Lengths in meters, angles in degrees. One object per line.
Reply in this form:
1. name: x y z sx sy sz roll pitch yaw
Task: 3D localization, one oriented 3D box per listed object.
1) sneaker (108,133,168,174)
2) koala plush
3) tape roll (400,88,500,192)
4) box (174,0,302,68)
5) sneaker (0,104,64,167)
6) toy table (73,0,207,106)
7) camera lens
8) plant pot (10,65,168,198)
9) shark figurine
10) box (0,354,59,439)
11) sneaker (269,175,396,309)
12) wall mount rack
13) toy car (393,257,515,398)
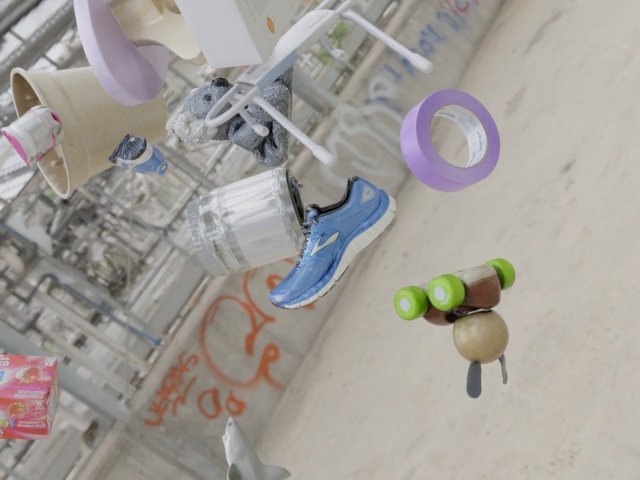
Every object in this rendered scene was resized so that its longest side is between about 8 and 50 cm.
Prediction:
1. sneaker: -0.396 -0.178 1.574 0.080 0.081 0.211 -55 31 -6
2. koala plush: -0.168 -0.244 1.426 0.196 0.221 0.203 -87 1 -50
3. tape roll: 0.362 -0.277 2.023 0.275 0.275 0.090 -57 12 -24
4. box: -0.106 -0.338 0.985 0.091 0.130 0.170 1 48 28
5. sneaker: -0.591 -0.221 1.521 0.111 0.103 0.252 -38 21 -14
6. toy table: -0.240 -0.351 1.072 0.160 0.274 0.252 -15 -4 27
7. camera lens: -0.162 -0.046 1.790 0.274 0.219 0.219 -18 17 8
8. plant pot: -0.570 -0.315 1.854 0.305 0.334 0.334 -26 -4 -28
9. shark figurine: -0.106 0.491 1.425 0.116 0.278 0.166 -19 14 -2
10. box: -0.674 0.316 1.476 0.123 0.256 0.128 -98 16 -53
11. sneaker: 0.000 0.000 1.510 0.330 0.147 0.130 -49 15 1
12. wall mount rack: -0.005 -0.255 1.145 0.350 0.130 0.304 -45 28 -7
13. toy car: 0.228 0.139 1.112 0.155 0.188 0.149 -12 -9 -39
